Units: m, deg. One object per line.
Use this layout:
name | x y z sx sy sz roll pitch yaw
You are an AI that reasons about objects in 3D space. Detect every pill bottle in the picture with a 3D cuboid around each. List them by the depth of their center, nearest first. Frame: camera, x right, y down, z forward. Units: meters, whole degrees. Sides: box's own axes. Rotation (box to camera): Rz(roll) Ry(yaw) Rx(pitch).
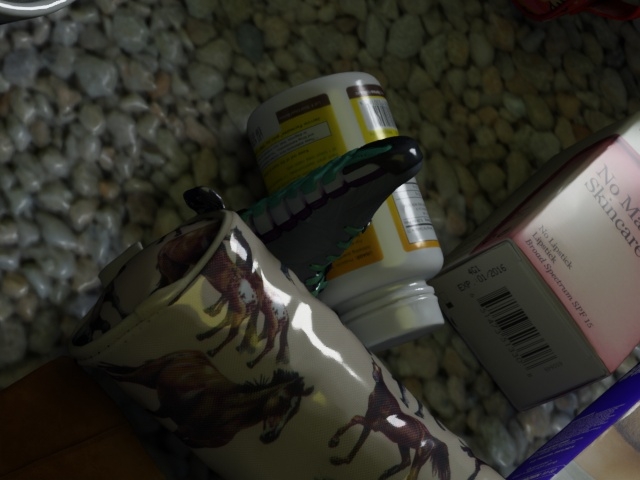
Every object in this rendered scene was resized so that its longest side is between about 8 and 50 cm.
pill bottle | 0.026 -0.019 1.463 0.117 0.117 0.215 -12 78 -38

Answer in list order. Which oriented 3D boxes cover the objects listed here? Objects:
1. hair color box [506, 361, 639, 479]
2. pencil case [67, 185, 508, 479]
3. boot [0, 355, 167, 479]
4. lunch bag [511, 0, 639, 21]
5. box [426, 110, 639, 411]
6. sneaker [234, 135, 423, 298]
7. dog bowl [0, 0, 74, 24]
hair color box | 0.300 0.217 1.570 0.339 0.110 0.185 -34 91 -41
pencil case | 0.005 0.149 1.338 0.410 0.160 0.183 44 10 -18
boot | -0.209 0.230 1.209 0.280 0.096 0.264 -21 64 -44
lunch bag | 0.249 -0.325 1.638 0.120 0.293 0.258 -23 87 -28
box | 0.228 0.016 1.588 0.148 0.127 0.232 53 51 -5
sneaker | 0.000 0.000 1.380 0.098 0.224 0.083 60 32 -7
dog bowl | -0.266 -0.285 1.314 0.265 0.104 0.265 11 76 -54
